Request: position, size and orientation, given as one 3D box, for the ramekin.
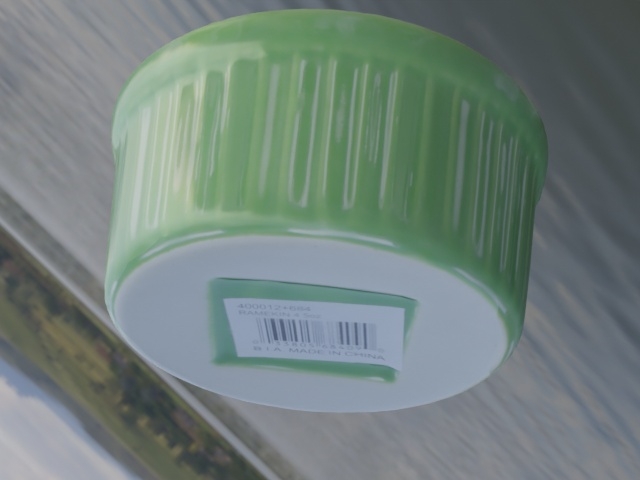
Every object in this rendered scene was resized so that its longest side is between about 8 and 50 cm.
[{"bbox_3d":[0.000,0.000,0.808,0.303,0.148,0.303,4,150,2],"label":"ramekin"}]
